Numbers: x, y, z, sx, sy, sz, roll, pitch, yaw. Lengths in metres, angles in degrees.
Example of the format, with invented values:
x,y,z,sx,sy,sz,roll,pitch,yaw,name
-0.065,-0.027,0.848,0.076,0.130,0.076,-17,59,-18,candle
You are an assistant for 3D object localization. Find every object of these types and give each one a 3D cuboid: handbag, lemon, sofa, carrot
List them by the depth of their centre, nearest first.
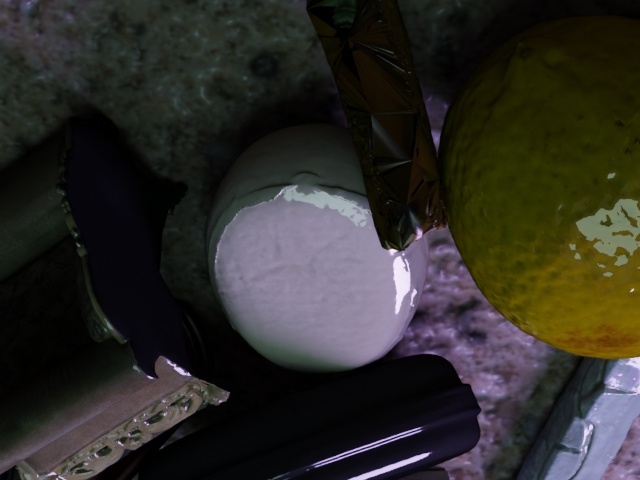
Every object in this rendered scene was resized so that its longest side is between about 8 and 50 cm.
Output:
x,y,z,sx,sy,sz,roll,pitch,yaw,name
0.043,-0.105,1.360,0.069,0.069,0.229,-16,86,9,carrot
0.214,-0.039,1.391,0.267,0.267,0.267,-2,130,-3,lemon
-0.210,0.049,1.427,0.200,0.258,0.182,-33,138,22,sofa
-0.012,0.181,1.569,0.308,0.093,0.254,-15,170,-30,handbag

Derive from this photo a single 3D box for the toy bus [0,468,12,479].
x,y,z,sx,sy,sz,roll,pitch,yaw,name
-0.427,0.192,1.578,0.287,0.138,0.175,35,137,-29,toy bus

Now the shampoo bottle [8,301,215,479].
x,y,z,sx,sy,sz,roll,pitch,yaw,name
-0.214,0.190,1.626,0.084,0.129,0.323,19,125,-33,shampoo bottle

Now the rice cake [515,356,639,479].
x,y,z,sx,sy,sz,roll,pitch,yaw,name
0.238,0.192,1.707,0.066,0.063,0.336,5,129,-20,rice cake

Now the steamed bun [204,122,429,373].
x,y,z,sx,sy,sz,roll,pitch,yaw,name
0.000,0.000,1.479,0.177,0.131,0.228,0,133,8,steamed bun

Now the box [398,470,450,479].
x,y,z,sx,sy,sz,roll,pitch,yaw,name
0.012,0.288,1.711,0.233,0.149,0.067,0,127,-5,box
